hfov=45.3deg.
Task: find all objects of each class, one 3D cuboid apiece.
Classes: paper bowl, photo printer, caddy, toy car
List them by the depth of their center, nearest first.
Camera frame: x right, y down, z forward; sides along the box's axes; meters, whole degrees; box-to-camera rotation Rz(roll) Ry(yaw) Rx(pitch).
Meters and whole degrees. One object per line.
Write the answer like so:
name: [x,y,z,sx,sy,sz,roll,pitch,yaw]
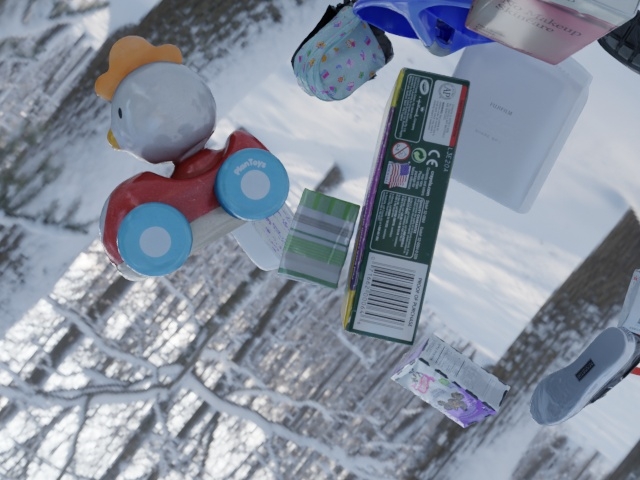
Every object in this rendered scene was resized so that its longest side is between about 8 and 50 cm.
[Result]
toy car: [-0.174,-0.099,0.829,0.238,0.210,0.219,61,169,-6]
caddy: [0.196,-0.391,1.245,0.241,0.179,0.341,7,-174,27]
photo printer: [0.355,-0.241,1.481,0.256,0.307,0.107,30,-159,17]
paper bowl: [-0.138,-0.040,1.918,0.284,0.148,0.284,55,-178,-3]

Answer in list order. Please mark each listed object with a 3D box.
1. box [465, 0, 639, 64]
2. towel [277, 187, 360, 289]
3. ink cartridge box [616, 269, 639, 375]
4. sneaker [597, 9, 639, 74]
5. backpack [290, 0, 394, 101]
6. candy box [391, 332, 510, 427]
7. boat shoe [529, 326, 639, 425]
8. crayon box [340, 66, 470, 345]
box: [0.297,-0.328,0.963,0.149,0.126,0.232,22,178,-4]
towel: [0.000,0.000,1.266,0.113,0.152,0.023,16,-177,-26]
ink cartridge box: [0.585,0.153,1.309,0.145,0.179,0.045,15,-177,-1]
sneaker: [0.559,-0.276,1.242,0.267,0.101,0.106,34,171,11]
backpack: [0.037,-0.337,1.398,0.152,0.182,0.115,55,168,-29]
candy box: [0.268,0.297,1.610,0.196,0.070,0.165,34,152,1]
boat shoe: [0.430,0.222,1.221,0.076,0.228,0.080,15,-146,-27]
crayon box: [0.117,-0.044,1.163,0.106,0.362,0.313,13,180,2]
